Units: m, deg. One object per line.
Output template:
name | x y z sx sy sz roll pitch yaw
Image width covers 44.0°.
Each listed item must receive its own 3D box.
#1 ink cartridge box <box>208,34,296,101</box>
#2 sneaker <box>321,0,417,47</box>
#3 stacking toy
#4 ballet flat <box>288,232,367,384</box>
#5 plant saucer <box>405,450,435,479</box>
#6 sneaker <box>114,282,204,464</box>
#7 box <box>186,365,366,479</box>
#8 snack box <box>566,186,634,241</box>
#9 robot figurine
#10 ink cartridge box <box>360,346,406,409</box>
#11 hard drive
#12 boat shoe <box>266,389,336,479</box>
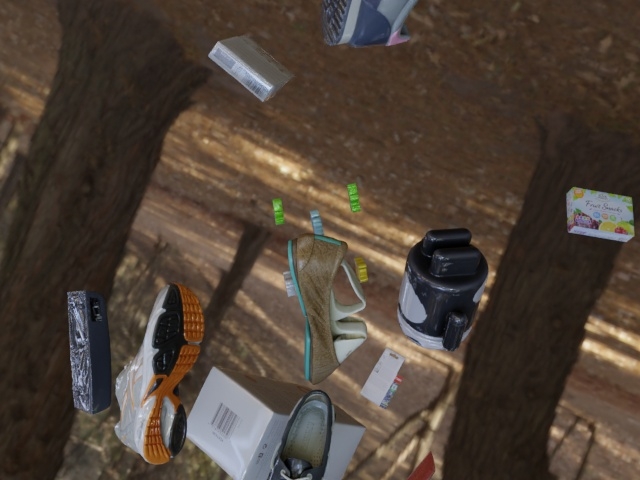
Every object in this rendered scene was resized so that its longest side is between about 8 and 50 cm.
ink cartridge box | -0.137 -0.357 1.622 0.145 0.045 0.179 40 -159 -1
sneaker | 0.105 -0.370 0.969 0.131 0.112 0.319 0 147 -22
stacking toy | 0.000 0.000 1.558 0.166 0.221 0.052 -11 -154 -5
ballet flat | 0.020 0.129 1.407 0.124 0.342 0.116 -3 -145 4
plant saucer | 0.235 0.730 2.239 0.047 0.258 0.259 39 161 18
sneaker | -0.257 0.190 1.180 0.121 0.263 0.099 5 172 39
box | -0.098 0.425 1.778 0.215 0.168 0.345 27 -178 41
snack box | 0.624 -0.058 1.767 0.141 0.100 0.037 9 154 -6
robot figurine | 0.251 0.104 1.658 0.173 0.209 0.278 23 134 18
ink cartridge box | 0.138 0.291 1.672 0.063 0.115 0.029 26 173 47
hard drive | -0.493 0.233 1.687 0.054 0.255 0.172 -3 177 -31
boat shoe | -0.042 0.414 1.442 0.114 0.303 0.091 9 142 3
